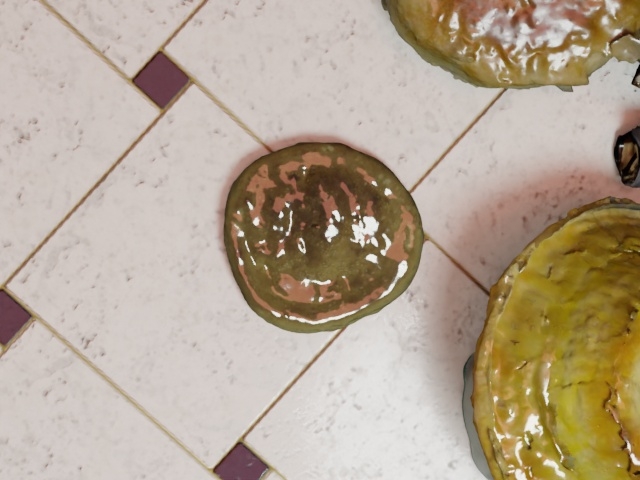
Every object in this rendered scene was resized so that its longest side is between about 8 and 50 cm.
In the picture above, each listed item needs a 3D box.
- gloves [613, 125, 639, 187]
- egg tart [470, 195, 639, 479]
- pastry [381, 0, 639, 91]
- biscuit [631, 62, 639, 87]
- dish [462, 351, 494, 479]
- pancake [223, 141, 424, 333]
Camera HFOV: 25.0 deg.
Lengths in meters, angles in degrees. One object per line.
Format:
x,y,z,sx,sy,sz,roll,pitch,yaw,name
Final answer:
0.489,-0.118,1.687,0.286,0.119,0.142,1,119,9,gloves
0.372,0.163,1.603,0.443,0.178,0.443,4,82,-28,egg tart
0.218,-0.312,1.628,0.330,0.136,0.329,0,101,-1,pastry
0.451,-0.254,1.653,0.106,0.070,0.252,28,67,-2,biscuit
0.285,0.208,1.711,0.246,0.078,0.224,31,90,-6,dish
0.000,0.000,1.686,0.242,0.050,0.241,0,94,-4,pancake
